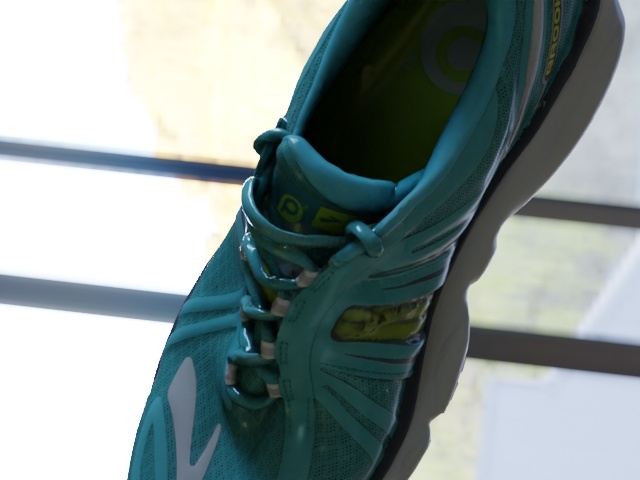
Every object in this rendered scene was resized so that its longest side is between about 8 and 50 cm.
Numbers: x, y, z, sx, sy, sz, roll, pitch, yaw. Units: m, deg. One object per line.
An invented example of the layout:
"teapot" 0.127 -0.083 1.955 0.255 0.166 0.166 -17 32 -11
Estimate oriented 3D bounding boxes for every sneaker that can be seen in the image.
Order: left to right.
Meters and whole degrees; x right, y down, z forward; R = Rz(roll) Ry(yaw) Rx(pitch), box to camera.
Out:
"sneaker" 0.000 0.000 0.638 0.275 0.107 0.110 -65 -22 8
